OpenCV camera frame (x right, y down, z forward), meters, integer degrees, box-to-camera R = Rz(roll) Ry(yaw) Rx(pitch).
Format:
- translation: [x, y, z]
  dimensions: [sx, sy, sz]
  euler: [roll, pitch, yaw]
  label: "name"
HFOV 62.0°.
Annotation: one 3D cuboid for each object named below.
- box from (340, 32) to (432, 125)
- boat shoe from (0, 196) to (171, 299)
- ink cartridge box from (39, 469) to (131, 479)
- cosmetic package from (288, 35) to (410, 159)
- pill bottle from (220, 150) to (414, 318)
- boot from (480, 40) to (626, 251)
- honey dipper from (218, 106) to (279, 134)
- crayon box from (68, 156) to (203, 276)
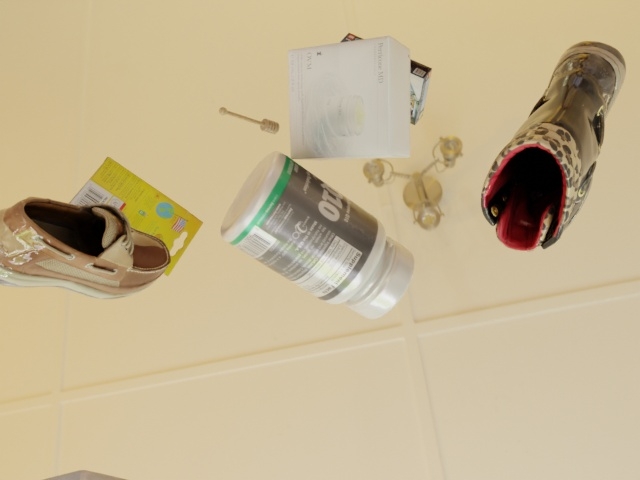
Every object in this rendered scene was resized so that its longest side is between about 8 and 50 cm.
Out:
- translation: [0.155, -0.402, 1.330]
  dimensions: [0.233, 0.159, 0.044]
  euler: [30, -114, 17]
  label: "box"
- translation: [-0.328, 0.009, 0.781]
  dimensions: [0.116, 0.324, 0.123]
  euler: [-35, -107, 19]
  label: "boat shoe"
- translation: [-0.270, 0.277, 0.341]
  dimensions: [0.311, 0.065, 0.186]
  euler: [-20, -130, 17]
  label: "ink cartridge box"
- translation: [0.061, -0.281, 1.102]
  dimensions: [0.224, 0.138, 0.224]
  euler: [2, -83, 25]
  label: "cosmetic package"
- translation: [0.000, 0.000, 1.075]
  dimensions: [0.204, 0.361, 0.204]
  euler: [-48, -159, 25]
  label: "pill bottle"
- translation: [0.352, -0.085, 0.848]
  dimensions: [0.138, 0.377, 0.284]
  euler: [25, -129, 22]
  label: "boot"
- translation: [-0.161, -0.271, 1.200]
  dimensions: [0.030, 0.160, 0.031]
  euler: [-5, -97, 43]
  label: "honey dipper"
- translation: [-0.518, -0.056, 1.487]
  dimensions: [0.318, 0.081, 0.202]
  euler: [36, -119, -15]
  label: "crayon box"
